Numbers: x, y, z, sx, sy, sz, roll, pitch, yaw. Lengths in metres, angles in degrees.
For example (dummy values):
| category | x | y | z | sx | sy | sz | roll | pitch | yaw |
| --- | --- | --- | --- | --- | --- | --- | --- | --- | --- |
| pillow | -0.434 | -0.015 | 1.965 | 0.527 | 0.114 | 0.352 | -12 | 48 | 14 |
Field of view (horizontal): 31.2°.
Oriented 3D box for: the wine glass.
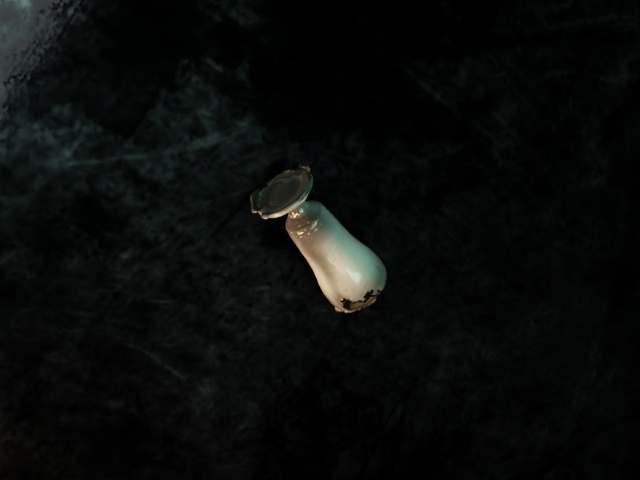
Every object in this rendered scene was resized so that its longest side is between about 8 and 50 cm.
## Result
| category | x | y | z | sx | sy | sz | roll | pitch | yaw |
| --- | --- | --- | --- | --- | --- | --- | --- | --- | --- |
| wine glass | 0.000 | 0.000 | 1.131 | 0.072 | 0.072 | 0.155 | -45 | 127 | -8 |
